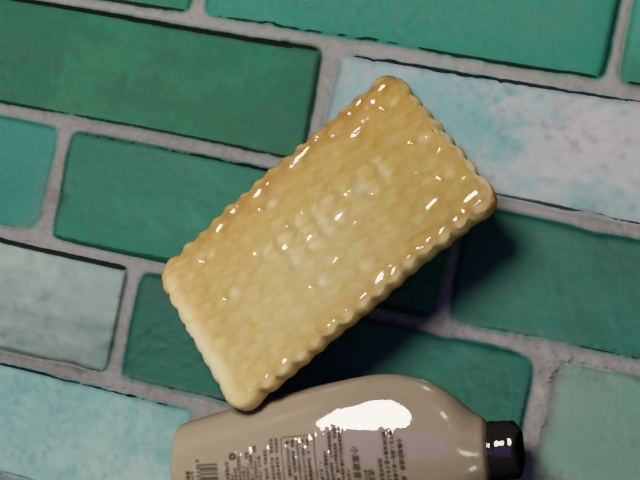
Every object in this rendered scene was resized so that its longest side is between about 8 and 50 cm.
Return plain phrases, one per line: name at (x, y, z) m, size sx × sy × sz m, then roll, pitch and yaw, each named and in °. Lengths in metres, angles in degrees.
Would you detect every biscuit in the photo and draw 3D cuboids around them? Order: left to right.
biscuit at (0.000, 0.000, 0.957) m, size 0.250 × 0.030 × 0.160 m, roll -41°, pitch 53°, yaw 8°

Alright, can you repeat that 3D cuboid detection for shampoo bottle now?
shampoo bottle at (0.022, 0.163, 0.940) m, size 0.257 × 0.078 × 0.127 m, roll -6°, pitch 93°, yaw 15°
